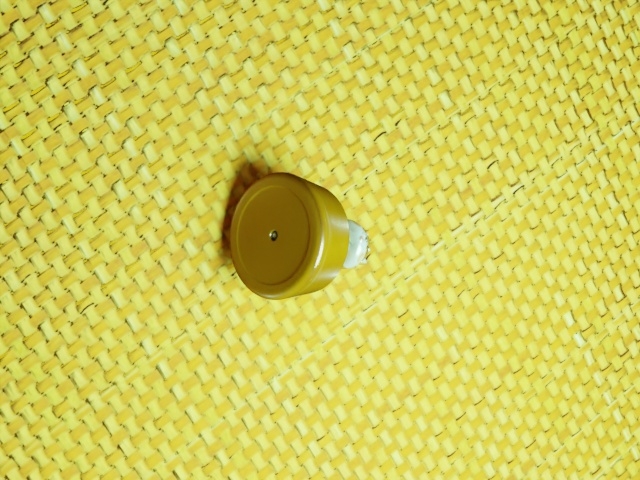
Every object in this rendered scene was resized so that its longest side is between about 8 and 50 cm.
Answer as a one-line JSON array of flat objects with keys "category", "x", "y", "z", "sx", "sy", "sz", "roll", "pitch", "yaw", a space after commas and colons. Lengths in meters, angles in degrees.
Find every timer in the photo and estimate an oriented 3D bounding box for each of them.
[{"category": "timer", "x": 0.000, "y": 0.000, "z": 1.342, "sx": 0.152, "sy": 0.132, "sz": 0.132, "roll": 6, "pitch": 96, "yaw": -49}]
